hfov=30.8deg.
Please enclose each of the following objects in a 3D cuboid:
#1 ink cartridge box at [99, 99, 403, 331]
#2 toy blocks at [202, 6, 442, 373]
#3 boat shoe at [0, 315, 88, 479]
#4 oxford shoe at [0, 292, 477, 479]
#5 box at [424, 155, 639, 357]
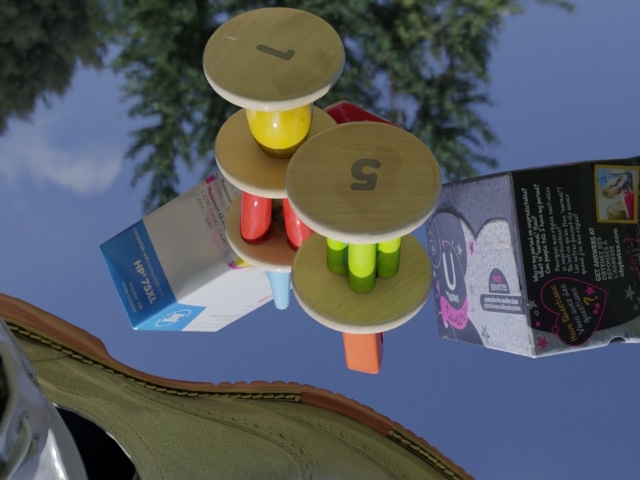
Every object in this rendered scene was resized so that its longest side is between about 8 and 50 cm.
[{"bbox_3d":[-0.038,-0.012,0.914,0.231,0.078,0.134,-30,164,20],"label":"ink cartridge box"},{"bbox_3d":[0.000,0.000,0.464,0.054,0.148,0.123,-23,-125,-15],"label":"toy blocks"},{"bbox_3d":[-0.159,0.068,0.478,0.096,0.267,0.088,-36,-142,-24],"label":"boat shoe"},{"bbox_3d":[-0.071,0.150,0.642,0.397,0.140,0.146,17,-168,-11],"label":"oxford shoe"},{"bbox_3d":[0.199,0.015,1.073,0.142,0.163,0.247,-8,-179,-12],"label":"box"}]
